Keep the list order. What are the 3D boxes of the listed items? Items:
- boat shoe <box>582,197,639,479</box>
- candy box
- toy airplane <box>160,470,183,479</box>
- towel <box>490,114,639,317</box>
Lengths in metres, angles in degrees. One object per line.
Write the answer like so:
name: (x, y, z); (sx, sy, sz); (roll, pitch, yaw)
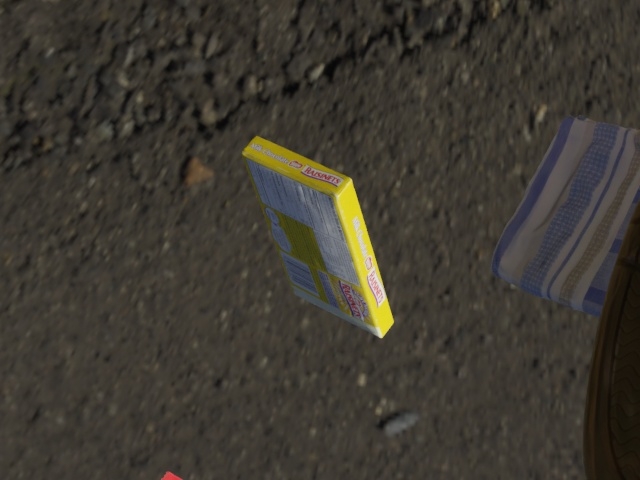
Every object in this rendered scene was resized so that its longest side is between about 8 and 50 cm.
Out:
boat shoe: (0.168, -0.019, 0.455); (0.104, 0.285, 0.089); (21, 157, 32)
candy box: (0.000, 0.000, 1.384); (0.105, 0.027, 0.206); (24, 152, 29)
toy airplane: (-0.091, 0.214, 0.956); (0.028, 0.151, 0.151); (-23, 112, 40)
towel: (0.283, -0.032, 1.683); (0.034, 0.285, 0.209); (28, 90, -20)
